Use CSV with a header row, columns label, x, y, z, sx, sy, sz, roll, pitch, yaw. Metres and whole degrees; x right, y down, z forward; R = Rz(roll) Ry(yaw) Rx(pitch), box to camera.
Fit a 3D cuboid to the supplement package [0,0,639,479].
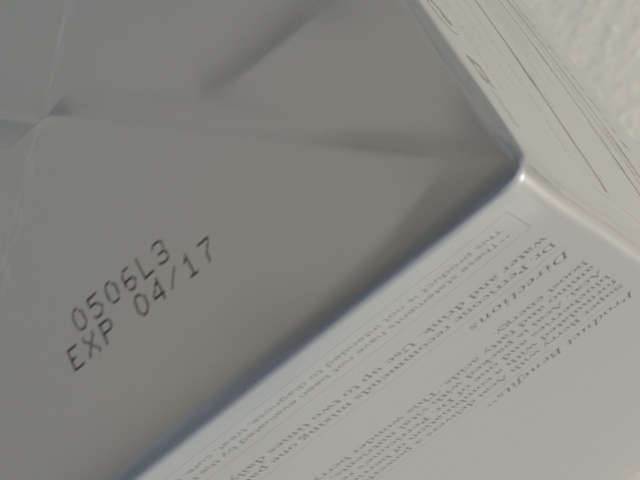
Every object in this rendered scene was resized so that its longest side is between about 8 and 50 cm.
label,x,y,z,sx,sy,sz,roll,pitch,yaw
supplement package,0.000,0.000,0.482,0.177,0.175,0.293,-39,154,14
